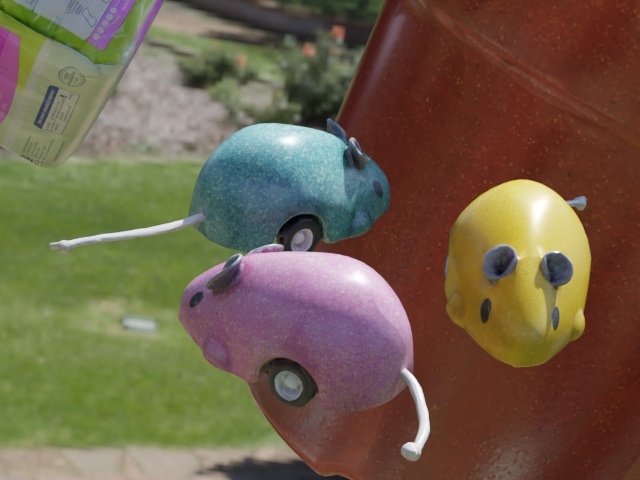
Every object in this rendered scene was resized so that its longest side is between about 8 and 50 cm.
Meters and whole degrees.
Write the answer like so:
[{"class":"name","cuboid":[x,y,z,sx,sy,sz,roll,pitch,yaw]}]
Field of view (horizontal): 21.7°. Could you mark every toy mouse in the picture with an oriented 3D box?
[{"class":"toy mouse","cuboid":[0.000,0.000,0.434,0.143,0.031,0.161,10,28,5]}]

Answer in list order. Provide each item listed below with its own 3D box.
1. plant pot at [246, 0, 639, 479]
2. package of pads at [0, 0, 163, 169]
[{"class":"plant pot","cuboid":[0.110,-0.012,0.743,0.272,0.265,0.272,24,18,-9]},{"class":"package of pads","cuboid":[-0.134,-0.216,1.134,0.101,0.296,0.229,29,-20,-8]}]
